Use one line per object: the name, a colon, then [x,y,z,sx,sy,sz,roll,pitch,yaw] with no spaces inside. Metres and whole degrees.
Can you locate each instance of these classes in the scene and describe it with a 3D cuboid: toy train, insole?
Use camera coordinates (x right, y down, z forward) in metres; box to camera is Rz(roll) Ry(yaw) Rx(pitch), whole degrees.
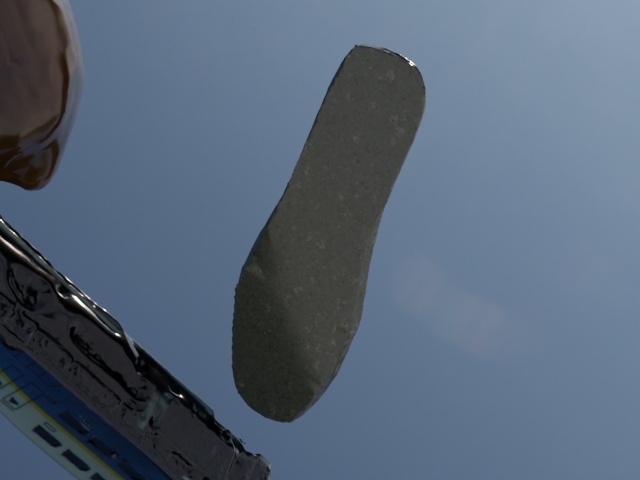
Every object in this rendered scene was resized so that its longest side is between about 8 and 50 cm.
toy train: [-0.117,0.052,0.582,0.234,0.051,0.052,45,-144,-22]
insole: [0.000,0.000,0.626,0.063,0.192,0.010,26,-160,12]

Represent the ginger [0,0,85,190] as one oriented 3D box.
ginger: [-0.216,-0.194,0.413,0.254,0.176,0.418,-9,-60,-15]
